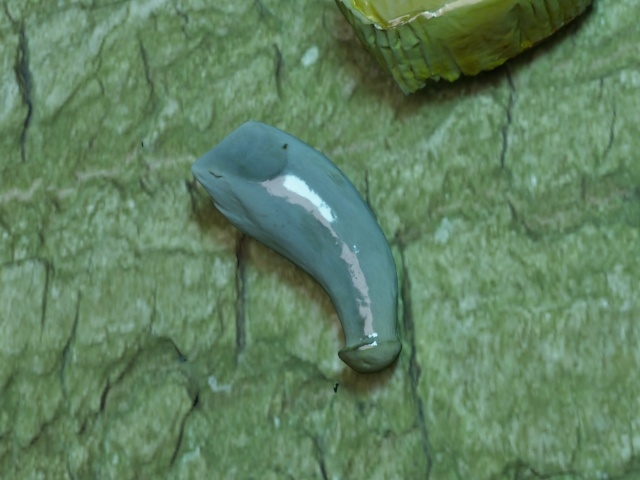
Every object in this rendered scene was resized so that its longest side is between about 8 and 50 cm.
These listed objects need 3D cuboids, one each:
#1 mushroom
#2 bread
[{"bbox_3d":[0.000,0.000,1.702,0.118,0.103,0.270,-42,73,3],"label":"mushroom"},{"bbox_3d":[0.141,-0.254,1.706,0.250,0.133,0.179,-26,65,6],"label":"bread"}]
